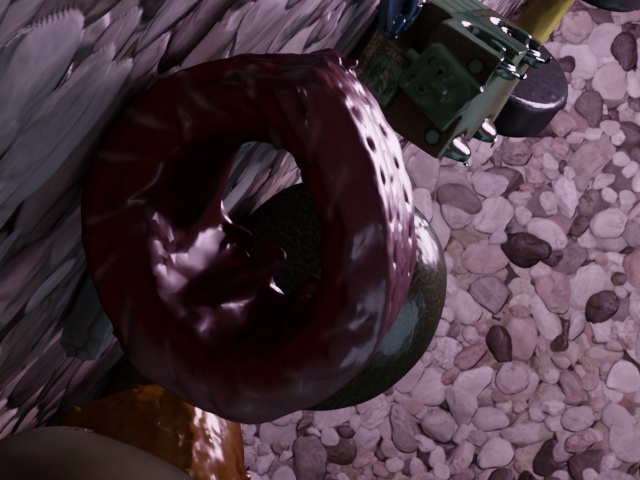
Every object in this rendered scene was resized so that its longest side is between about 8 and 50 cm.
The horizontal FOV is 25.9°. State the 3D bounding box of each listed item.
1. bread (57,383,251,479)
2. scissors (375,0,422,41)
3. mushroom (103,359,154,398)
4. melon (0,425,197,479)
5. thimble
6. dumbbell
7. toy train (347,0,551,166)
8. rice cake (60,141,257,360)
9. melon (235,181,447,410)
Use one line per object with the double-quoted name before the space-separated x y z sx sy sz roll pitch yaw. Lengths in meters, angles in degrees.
"bread" -0.145 0.262 1.219 0.312 0.172 0.312 -1 90 -89
"scissors" 0.074 -0.230 1.057 0.180 0.032 0.393 -51 176 -8
"mushroom" -0.219 0.263 1.529 0.154 0.137 0.407 -38 168 -32
"melon" -0.142 0.260 0.953 0.223 0.317 0.223 -56 178 -3
"thimble" -0.035 -0.005 0.750 0.125 0.163 0.189 -37 123 -72
"dumbbell" 0.314 -0.317 1.940 0.322 0.204 0.204 -55 176 38
"toy train" 0.131 -0.174 1.407 0.129 0.159 0.326 -56 172 19
"rice cake" -0.112 0.000 0.939 0.124 0.038 0.211 -48 176 -47
"melon" 0.004 0.062 1.489 0.237 0.237 0.301 -49 179 -34
